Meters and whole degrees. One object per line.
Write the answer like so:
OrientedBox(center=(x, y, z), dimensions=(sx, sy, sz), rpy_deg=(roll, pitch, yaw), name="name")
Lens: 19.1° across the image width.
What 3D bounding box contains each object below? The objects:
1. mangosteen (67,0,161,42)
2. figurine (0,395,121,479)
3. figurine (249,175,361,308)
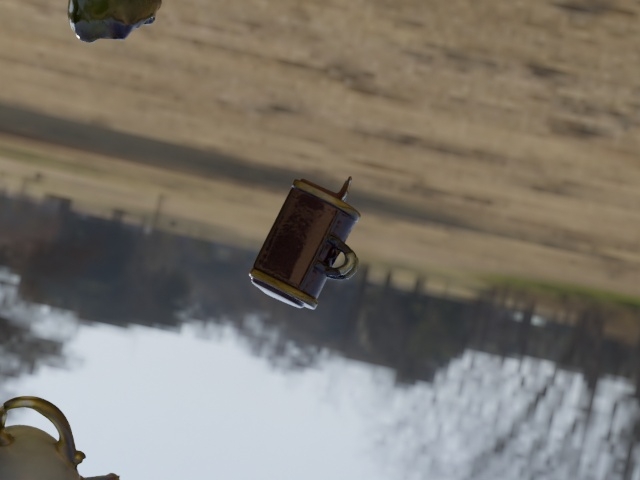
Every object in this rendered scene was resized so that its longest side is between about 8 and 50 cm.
OrientedBox(center=(-0.201, -0.264, 0.944), dimensions=(0.313, 0.297, 0.297), rpy_deg=(6, 177, 11), name="mangosteen")
OrientedBox(center=(-0.266, 0.169, 1.236), dimensions=(0.263, 0.189, 0.142), rpy_deg=(17, -167, -18), name="figurine")
OrientedBox(center=(0.001, -0.001, 2.045), dimensions=(0.098, 0.154, 0.082), rpy_deg=(26, 174, 22), name="figurine")
